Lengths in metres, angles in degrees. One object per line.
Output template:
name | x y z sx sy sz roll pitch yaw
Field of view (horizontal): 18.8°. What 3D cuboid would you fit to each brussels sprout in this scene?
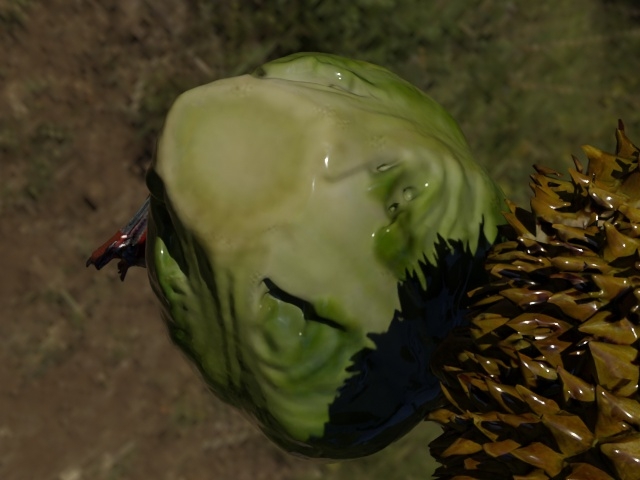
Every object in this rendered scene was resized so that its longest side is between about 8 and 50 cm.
brussels sprout | 0.000 0.000 1.145 0.219 0.210 0.271 -47 151 -6

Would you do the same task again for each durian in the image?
durian | 0.234 0.126 0.951 0.347 0.384 0.347 20 90 -83

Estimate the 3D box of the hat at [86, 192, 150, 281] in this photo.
hat | -0.052 0.013 1.556 0.227 0.129 0.140 31 75 -21
